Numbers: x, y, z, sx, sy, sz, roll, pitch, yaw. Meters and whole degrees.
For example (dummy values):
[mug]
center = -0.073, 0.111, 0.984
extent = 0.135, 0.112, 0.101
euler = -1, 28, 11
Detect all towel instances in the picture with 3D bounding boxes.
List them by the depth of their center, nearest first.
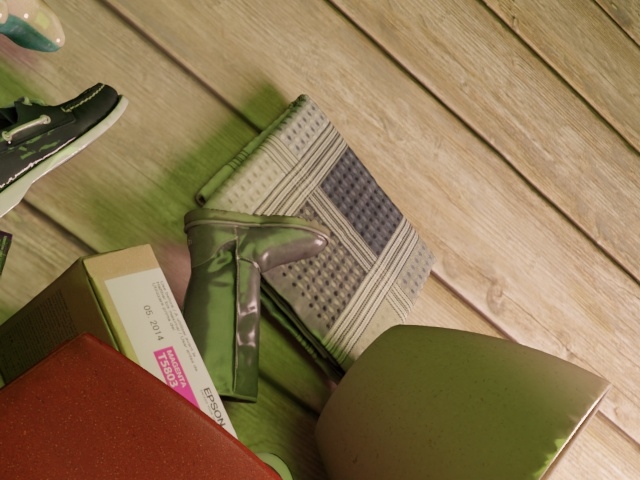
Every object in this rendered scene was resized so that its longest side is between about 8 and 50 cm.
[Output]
[towel]
center = 0.000, 0.000, 1.487
extent = 0.312, 0.056, 0.324
euler = 51, 38, -12

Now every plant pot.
[plant pot]
center = -0.204, 0.228, 0.842
extent = 0.235, 0.267, 0.267
euler = 56, 35, -3

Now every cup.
[cup]
center = 0.134, 0.230, 1.298
extent = 0.237, 0.331, 0.331
euler = 34, 37, 17

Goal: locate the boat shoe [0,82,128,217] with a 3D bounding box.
[boat shoe]
center = -0.310, -0.098, 1.180
extent = 0.091, 0.114, 0.302
euler = 53, 39, -14

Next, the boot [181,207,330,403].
[boot]
center = -0.076, 0.076, 1.285
extent = 0.190, 0.076, 0.208
euler = 3, 68, -18

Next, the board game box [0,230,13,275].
[board game box]
center = -0.398, 0.116, 0.950
extent = 0.208, 0.056, 0.346
euler = 15, 56, -13

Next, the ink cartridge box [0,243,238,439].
[ink cartridge box]
center = -0.193, 0.149, 1.076
extent = 0.088, 0.193, 0.234
euler = -15, 77, -48

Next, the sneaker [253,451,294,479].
[sneaker]
center = -0.090, 0.344, 1.137
extent = 0.163, 0.106, 0.281
euler = 9, 49, -36

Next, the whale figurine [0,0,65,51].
[whale figurine]
center = -0.395, -0.266, 1.208
extent = 0.216, 0.141, 0.272
euler = 47, 7, 33
